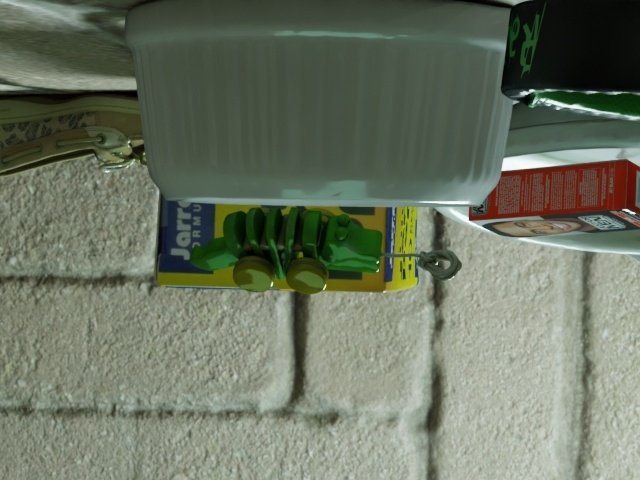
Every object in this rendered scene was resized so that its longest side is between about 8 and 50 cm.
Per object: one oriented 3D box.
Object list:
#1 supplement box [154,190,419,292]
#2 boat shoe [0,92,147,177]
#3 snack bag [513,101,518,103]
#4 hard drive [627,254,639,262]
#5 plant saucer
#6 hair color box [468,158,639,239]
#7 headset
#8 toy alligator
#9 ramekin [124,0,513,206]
[{"bbox_3d":[-0.017,-0.053,1.761,0.195,0.194,0.356,1,180,7],"label":"supplement box"},{"bbox_3d":[-0.244,-0.110,2.117,0.285,0.089,0.104,1,179,29],"label":"boat shoe"},{"bbox_3d":[0.303,-0.128,1.967,0.342,0.037,0.323,1,-179,44],"label":"snack bag"},{"bbox_3d":[0.413,-0.039,2.030,0.233,0.047,0.353,-21,-158,-13],"label":"hard drive"},{"bbox_3d":[0.291,-0.075,1.706,0.400,0.100,0.400,4,168,1],"label":"plant saucer"},{"bbox_3d":[0.198,-0.032,1.598,0.141,0.043,0.072,-4,165,35],"label":"hair color box"},{"bbox_3d":[0.289,-0.052,1.024,0.394,0.185,0.243,5,-179,5],"label":"headset"},{"bbox_3d":[0.000,0.000,1.345,0.189,0.056,0.051,1,140,13],"label":"toy alligator"},{"bbox_3d":[0.003,-0.087,1.314,0.273,0.127,0.273,1,-179,0],"label":"ramekin"}]
